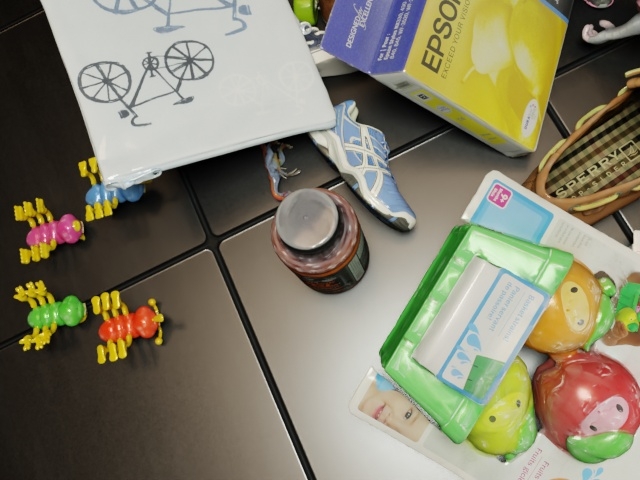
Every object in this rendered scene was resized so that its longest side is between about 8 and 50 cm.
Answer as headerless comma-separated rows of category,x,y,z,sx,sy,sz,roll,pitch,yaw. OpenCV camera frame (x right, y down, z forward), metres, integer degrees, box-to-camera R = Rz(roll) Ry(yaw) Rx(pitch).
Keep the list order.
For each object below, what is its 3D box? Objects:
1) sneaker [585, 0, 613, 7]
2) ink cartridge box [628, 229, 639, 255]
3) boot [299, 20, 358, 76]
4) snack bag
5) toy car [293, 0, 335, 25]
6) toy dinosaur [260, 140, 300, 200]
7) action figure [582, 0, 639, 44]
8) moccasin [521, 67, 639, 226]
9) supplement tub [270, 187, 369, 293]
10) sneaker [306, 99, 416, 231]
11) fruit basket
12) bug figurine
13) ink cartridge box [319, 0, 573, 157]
sneaker,0.387,-0.382,0.893,0.047,0.057,0.119,-2,77,7
ink cartridge box,0.407,0.032,0.797,0.048,0.028,0.083,4,77,10
boot,-0.006,-0.281,0.924,0.190,0.069,0.086,-12,79,7
snack bag,-0.169,-0.252,0.844,0.323,0.037,0.342,-19,77,-17
toy car,0.032,-0.394,0.885,0.155,0.188,0.149,1,76,9
toy dinosaur,-0.062,-0.098,0.914,0.090,0.047,0.082,8,85,45
action figure,0.402,-0.379,0.745,0.370,0.276,0.248,18,88,-4
moccasin,0.410,-0.150,0.782,0.380,0.147,0.139,-30,73,1
supplement tub,0.000,0.000,0.785,0.106,0.198,0.106,-3,75,10
sneaker,0.063,-0.103,0.862,0.081,0.080,0.211,-38,74,2
fruit basket,0.259,0.144,0.719,0.353,0.165,0.327,32,91,7
bug figurine,-0.319,0.033,0.895,0.216,0.072,0.279,-11,79,13
ink cartridge box,0.184,-0.306,0.814,0.307,0.072,0.303,23,79,-28
